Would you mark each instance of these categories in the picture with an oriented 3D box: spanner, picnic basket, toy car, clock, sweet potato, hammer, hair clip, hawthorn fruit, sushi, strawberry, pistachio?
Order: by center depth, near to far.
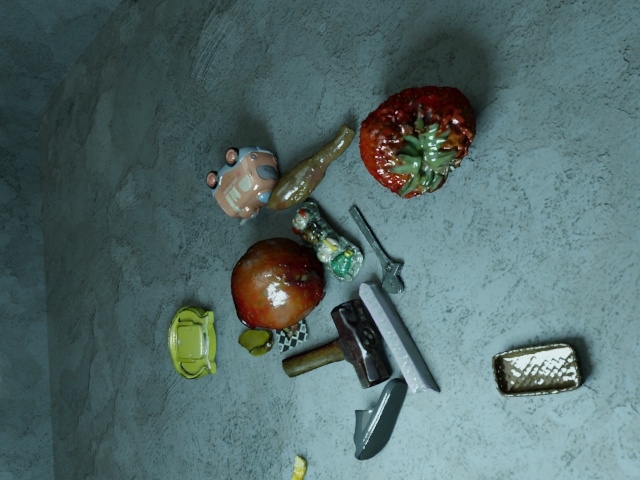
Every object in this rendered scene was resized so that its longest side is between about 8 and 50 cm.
[{"bbox_3d":[0.490,0.293,1.195,0.193,0.054,0.110,-20,69,39],"label":"picnic basket"},{"bbox_3d":[0.247,-0.283,1.407,0.311,0.267,0.351,-31,29,6],"label":"strawberry"},{"bbox_3d":[0.162,0.022,1.559,0.093,0.026,0.326,-48,53,27],"label":"spanner"},{"bbox_3d":[0.013,0.347,1.583,0.408,0.095,0.243,-31,74,41],"label":"hammer"},{"bbox_3d":[-0.140,0.142,1.640,0.315,0.315,0.316,-8,78,41],"label":"hawthorn fruit"},{"bbox_3d":[-0.001,0.000,1.662,0.321,0.091,0.138,46,116,38],"label":"hair clip"},{"bbox_3d":[-0.029,-0.226,1.722,0.385,0.109,0.109,-41,57,15],"label":"sweet potato"},{"bbox_3d":[-0.090,0.297,1.737,0.126,0.026,0.120,-33,55,27],"label":"sushi"},{"bbox_3d":[-0.217,0.358,1.828,0.172,0.049,0.090,-5,57,43],"label":"pistachio"},{"bbox_3d":[-0.256,-0.195,1.878,0.270,0.180,0.213,-43,68,30],"label":"toy car"},{"bbox_3d":[-0.486,0.394,2.048,0.293,0.071,0.278,-2,86,42],"label":"clock"}]

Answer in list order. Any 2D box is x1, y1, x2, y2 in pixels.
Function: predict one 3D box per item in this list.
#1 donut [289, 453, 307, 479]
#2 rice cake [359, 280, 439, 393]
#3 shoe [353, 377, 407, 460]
[{"bbox_3d":[-0.068,0.711,1.627,0.037,0.067,0.083,14,59,26],"label":"donut"},{"bbox_3d":[0.208,0.264,1.449,0.056,0.072,0.365,-44,59,29],"label":"rice cake"},{"bbox_3d":[0.148,0.475,1.444,0.093,0.108,0.241,27,94,43],"label":"shoe"}]
